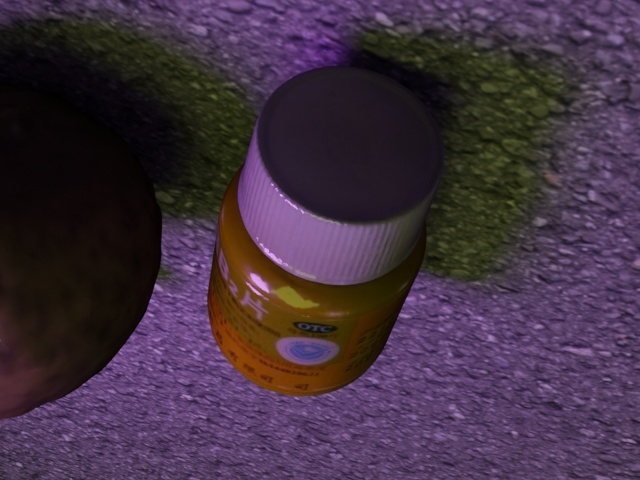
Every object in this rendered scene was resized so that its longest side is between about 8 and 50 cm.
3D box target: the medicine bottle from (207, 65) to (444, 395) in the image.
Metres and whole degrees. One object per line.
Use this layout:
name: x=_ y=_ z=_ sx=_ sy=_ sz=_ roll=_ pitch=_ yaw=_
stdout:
medicine bottle: x=0.000 y=0.000 z=1.374 sx=0.224 sy=0.224 sz=0.384 roll=19 pitch=149 yaw=0

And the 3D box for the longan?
longan: x=-0.376 y=0.008 z=1.434 sx=0.391 sy=0.391 sz=0.391 roll=14 pitch=149 yaw=9
